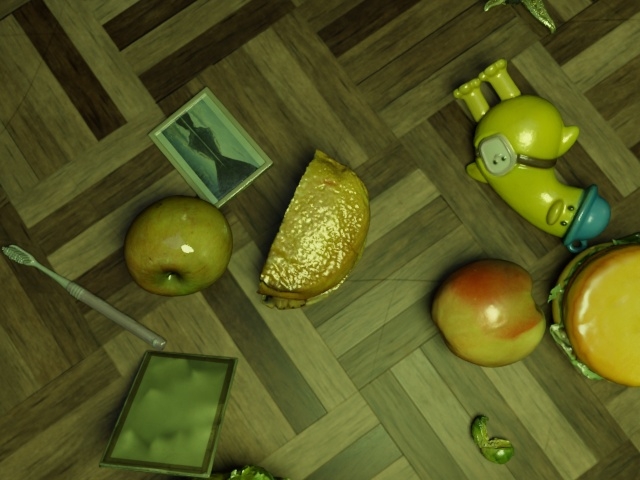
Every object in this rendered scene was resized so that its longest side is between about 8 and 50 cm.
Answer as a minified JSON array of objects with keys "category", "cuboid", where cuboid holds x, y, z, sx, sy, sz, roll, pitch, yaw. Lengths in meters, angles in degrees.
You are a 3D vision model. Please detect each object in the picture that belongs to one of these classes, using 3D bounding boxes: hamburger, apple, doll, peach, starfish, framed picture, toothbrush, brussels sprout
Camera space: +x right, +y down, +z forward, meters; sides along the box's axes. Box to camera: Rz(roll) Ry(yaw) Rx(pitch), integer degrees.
[{"category":"hamburger","cuboid":[0.000,0.000,1.005,0.157,0.144,0.282,23,84,-5]},{"category":"apple","cuboid":[-0.242,0.007,1.000,0.183,0.182,0.155,-3,52,2]},{"category":"doll","cuboid":[0.367,-0.134,1.024,0.200,0.145,0.362,-31,90,37]},{"category":"peach","cuboid":[0.275,0.120,0.961,0.184,0.184,0.184,0,81,2]},{"category":"starfish","cuboid":[0.402,-0.472,1.101,0.208,0.053,0.175,-20,82,2]},{"category":"hamburger","cuboid":[0.494,0.116,0.952,0.246,0.170,0.245,0,94,4]},{"category":"framed picture","cuboid":[-0.240,0.277,0.958,0.173,0.010,0.231,5,38,4]},{"category":"toothbrush","cuboid":[-0.433,0.102,1.058,0.354,0.029,0.024,31,97,6]},{"category":"brussels sprout","cuboid":[0.289,0.343,0.992,0.051,0.046,0.083,-42,72,0]},{"category":"framed picture","cuboid":[-0.208,-0.173,1.099,0.150,0.015,0.203,-39,82,-3]}]

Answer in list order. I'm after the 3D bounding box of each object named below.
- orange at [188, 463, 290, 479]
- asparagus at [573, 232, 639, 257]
[{"category":"orange","cuboid":[-0.137,0.488,0.894,0.301,0.223,0.300,-43,100,-4]},{"category":"asparagus","cuboid":[0.574,-0.004,1.040,0.249,0.024,0.025,-17,88,-2]}]
